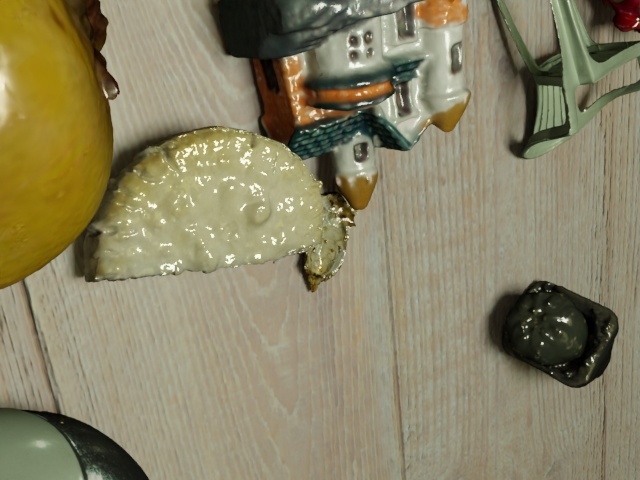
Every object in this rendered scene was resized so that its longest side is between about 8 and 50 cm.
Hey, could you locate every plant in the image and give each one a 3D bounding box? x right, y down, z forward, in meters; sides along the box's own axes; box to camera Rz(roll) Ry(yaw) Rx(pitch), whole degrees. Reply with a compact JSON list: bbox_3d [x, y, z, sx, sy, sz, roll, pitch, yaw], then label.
[{"bbox_3d":[0.397,0.156,1.183,0.256,0.164,0.142,30,89,-50],"label":"plant"}]

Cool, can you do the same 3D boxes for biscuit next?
[{"bbox_3d":[-0.128,-0.039,0.801,0.281,0.084,0.179,-13,120,-21],"label":"biscuit"}]

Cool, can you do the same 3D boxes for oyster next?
[{"bbox_3d":[0.000,0.000,0.957,0.086,0.029,0.132,32,88,-29],"label":"oyster"}]

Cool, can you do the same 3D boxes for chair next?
[{"bbox_3d":[0.373,-0.260,1.055,0.203,0.190,0.275,-27,108,-23],"label":"chair"}]

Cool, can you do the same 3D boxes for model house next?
[{"bbox_3d":[0.053,-0.172,0.849,0.271,0.190,0.301,-21,114,-28],"label":"model house"}]

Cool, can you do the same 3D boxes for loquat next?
[{"bbox_3d":[-0.328,-0.102,0.544,0.359,0.328,0.328,-24,115,-11],"label":"loquat"}]

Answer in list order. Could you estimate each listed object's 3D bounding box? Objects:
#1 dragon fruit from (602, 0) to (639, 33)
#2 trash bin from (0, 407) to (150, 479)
[{"bbox_3d":[0.513,-0.452,1.088,0.218,0.198,0.273,10,73,-6],"label":"dragon fruit"},{"bbox_3d":[-0.341,0.374,0.690,0.432,0.280,0.280,-50,123,-8],"label":"trash bin"}]
